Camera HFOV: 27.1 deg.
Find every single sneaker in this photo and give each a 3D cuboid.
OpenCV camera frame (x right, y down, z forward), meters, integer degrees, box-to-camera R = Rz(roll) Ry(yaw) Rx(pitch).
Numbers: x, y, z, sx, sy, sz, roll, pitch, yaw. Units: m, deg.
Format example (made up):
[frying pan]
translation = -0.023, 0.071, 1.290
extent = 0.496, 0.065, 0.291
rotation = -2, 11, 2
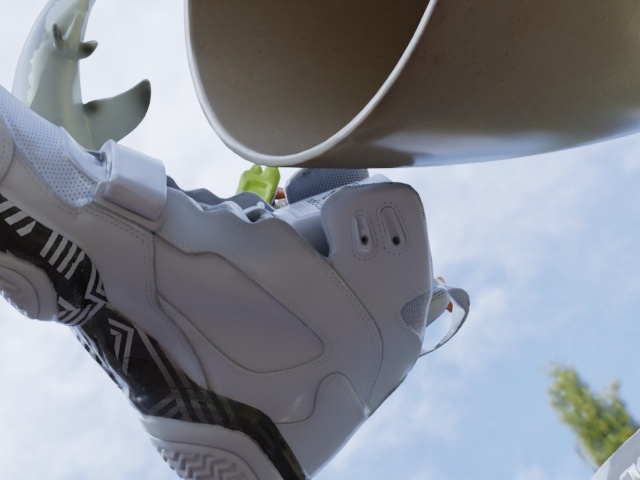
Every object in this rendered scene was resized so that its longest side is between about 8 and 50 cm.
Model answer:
[sneaker]
translation = -0.072, -0.012, 0.781
extent = 0.210, 0.137, 0.366
rotation = -40, -69, -2

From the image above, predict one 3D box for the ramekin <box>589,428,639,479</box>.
[ramekin]
translation = 0.241, 0.146, 0.740
extent = 0.207, 0.109, 0.207
rotation = -27, -28, -16

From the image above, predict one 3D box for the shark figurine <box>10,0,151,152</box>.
[shark figurine]
translation = -0.194, -0.124, 0.996
extent = 0.166, 0.116, 0.278
rotation = 20, -107, -31

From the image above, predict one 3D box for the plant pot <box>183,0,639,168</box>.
[plant pot]
translation = 0.104, -0.147, 0.750
extent = 0.274, 0.256, 0.257
rotation = 9, -65, -34

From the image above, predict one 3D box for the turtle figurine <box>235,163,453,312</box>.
[turtle figurine]
translation = 0.000, 0.000, 1.247
extent = 0.087, 0.269, 0.217
rotation = -53, -31, 0
